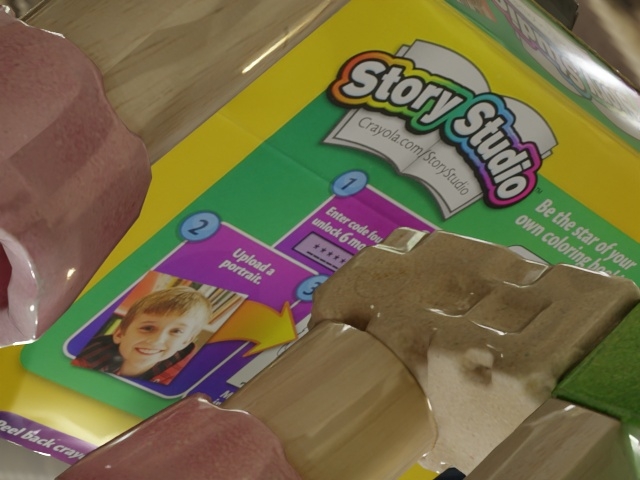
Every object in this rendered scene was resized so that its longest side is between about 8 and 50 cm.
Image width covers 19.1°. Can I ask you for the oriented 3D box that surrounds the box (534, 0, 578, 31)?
[{"bbox_3d":[0.022,-0.106,1.193,0.295,0.073,0.293,41,-117,-41],"label":"box"}]

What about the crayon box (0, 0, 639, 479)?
[{"bbox_3d":[0.000,0.000,0.965,0.363,0.313,0.106,29,-152,-48],"label":"crayon box"}]

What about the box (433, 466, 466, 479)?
[{"bbox_3d":[0.201,0.113,1.739,0.212,0.294,0.395,48,-133,-30],"label":"box"}]

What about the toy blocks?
[{"bbox_3d":[0.028,0.120,0.358,0.260,0.289,0.309,-42,-53,-27],"label":"toy blocks"}]
